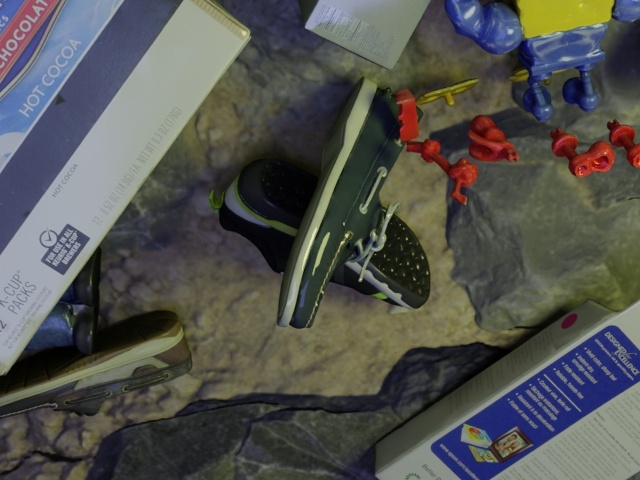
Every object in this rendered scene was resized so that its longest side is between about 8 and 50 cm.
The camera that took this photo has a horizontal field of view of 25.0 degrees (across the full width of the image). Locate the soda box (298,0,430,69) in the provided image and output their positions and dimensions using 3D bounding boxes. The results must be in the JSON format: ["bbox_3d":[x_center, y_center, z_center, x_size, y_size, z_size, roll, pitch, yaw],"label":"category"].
[{"bbox_3d":[0.084,-0.298,1.232,0.091,0.098,0.286,23,113,-16],"label":"soda box"}]

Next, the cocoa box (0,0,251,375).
[{"bbox_3d":[-0.260,-0.112,1.191,0.228,0.231,0.347,35,94,-18],"label":"cocoa box"}]

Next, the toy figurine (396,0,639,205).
[{"bbox_3d":[0.238,-0.197,1.218,0.363,0.191,0.217,-12,124,-4],"label":"toy figurine"}]

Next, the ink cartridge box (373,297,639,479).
[{"bbox_3d":[0.249,0.185,1.481,0.371,0.069,0.176,-36,113,22],"label":"ink cartridge box"}]

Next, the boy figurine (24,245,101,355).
[{"bbox_3d":[-0.357,0.061,1.387,0.285,0.092,0.177,1,116,-3],"label":"boy figurine"}]

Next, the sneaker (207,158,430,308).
[{"bbox_3d":[0.000,0.000,1.401,0.235,0.084,0.097,33,136,-18],"label":"sneaker"}]

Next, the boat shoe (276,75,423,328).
[{"bbox_3d":[0.027,-0.028,1.303,0.079,0.254,0.095,24,151,-9],"label":"boat shoe"}]

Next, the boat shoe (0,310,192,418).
[{"bbox_3d":[-0.235,0.142,1.440,0.224,0.080,0.073,-21,111,2],"label":"boat shoe"}]
